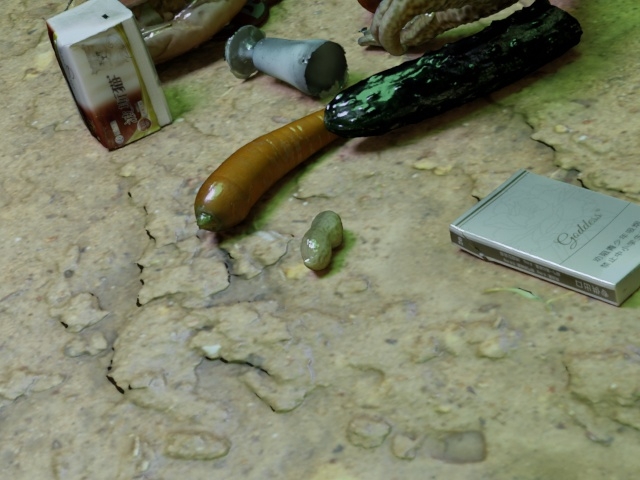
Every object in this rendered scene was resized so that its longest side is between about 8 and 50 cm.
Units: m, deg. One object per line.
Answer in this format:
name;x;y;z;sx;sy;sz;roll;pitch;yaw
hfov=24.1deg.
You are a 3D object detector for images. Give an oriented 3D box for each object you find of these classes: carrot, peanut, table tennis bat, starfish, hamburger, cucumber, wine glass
carrot;-0.048;-0.090;1.616;0.271;0.062;0.066;-42;5;-38
peanut;0.000;0.000;1.469;0.037;0.037;0.083;-2;40;24
table tennis bat;-0.095;-0.307;2.009;0.155;0.019;0.098;-35;34;-20
starfish;0.185;-0.294;1.709;0.324;0.082;0.432;-33;3;8
hamburger;-0.211;-0.323;1.969;0.286;0.146;0.243;-41;28;-15
cucumber;0.145;-0.181;1.635;0.303;0.072;0.081;-28;46;-14
wine glass;-0.041;-0.215;1.790;0.072;0.072;0.155;-38;37;-29

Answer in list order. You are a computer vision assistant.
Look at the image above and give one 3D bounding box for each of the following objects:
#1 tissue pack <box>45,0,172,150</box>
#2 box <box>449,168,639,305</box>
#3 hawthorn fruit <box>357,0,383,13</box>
tissue pack;-0.256;-0.202;1.802;0.099;0.148;0.106;-27;33;-14
box;0.225;-0.006;1.368;0.109;0.029;0.198;-37;37;-28
hawthorn fruit;0.079;-0.318;1.871;0.081;0.081;0.093;-12;20;10
